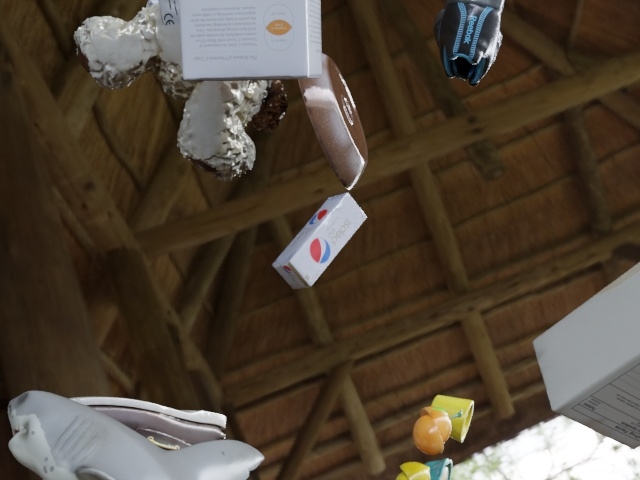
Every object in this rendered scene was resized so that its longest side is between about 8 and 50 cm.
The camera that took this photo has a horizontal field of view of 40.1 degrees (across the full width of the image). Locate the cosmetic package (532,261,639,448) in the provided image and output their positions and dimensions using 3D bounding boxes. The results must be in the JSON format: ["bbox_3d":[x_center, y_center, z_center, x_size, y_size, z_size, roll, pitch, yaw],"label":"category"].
[{"bbox_3d":[0.415,0.099,0.999,0.160,0.113,0.309,28,-53,-28],"label":"cosmetic package"}]

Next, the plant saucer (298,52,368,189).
[{"bbox_3d":[0.021,-0.164,1.137,0.036,0.199,0.198,-19,-23,12],"label":"plant saucer"}]

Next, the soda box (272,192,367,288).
[{"bbox_3d":[0.000,0.000,1.805,0.069,0.074,0.216,-11,33,54],"label":"soda box"}]

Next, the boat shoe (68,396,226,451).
[{"bbox_3d":[-0.283,0.311,1.401,0.116,0.097,0.324,-10,-21,38],"label":"boat shoe"}]

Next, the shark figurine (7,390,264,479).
[{"bbox_3d":[-0.069,0.187,0.534,0.116,0.278,0.166,-36,4,-36],"label":"shark figurine"}]

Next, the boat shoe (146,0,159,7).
[{"bbox_3d":[-0.244,-0.384,1.361,0.035,0.100,0.035,29,-39,-17],"label":"boat shoe"}]

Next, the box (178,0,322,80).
[{"bbox_3d":[-0.069,-0.248,0.884,0.130,0.171,0.091,1,11,9],"label":"box"}]

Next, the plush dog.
[{"bbox_3d":[-0.139,-0.228,1.095,0.211,0.262,0.225,-50,3,11],"label":"plush dog"}]

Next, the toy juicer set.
[{"bbox_3d":[0.164,0.403,1.340,0.089,0.329,0.209,16,-1,19],"label":"toy juicer set"}]

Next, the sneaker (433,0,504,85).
[{"bbox_3d":[0.244,-0.333,1.519,0.125,0.140,0.341,12,-4,11],"label":"sneaker"}]
